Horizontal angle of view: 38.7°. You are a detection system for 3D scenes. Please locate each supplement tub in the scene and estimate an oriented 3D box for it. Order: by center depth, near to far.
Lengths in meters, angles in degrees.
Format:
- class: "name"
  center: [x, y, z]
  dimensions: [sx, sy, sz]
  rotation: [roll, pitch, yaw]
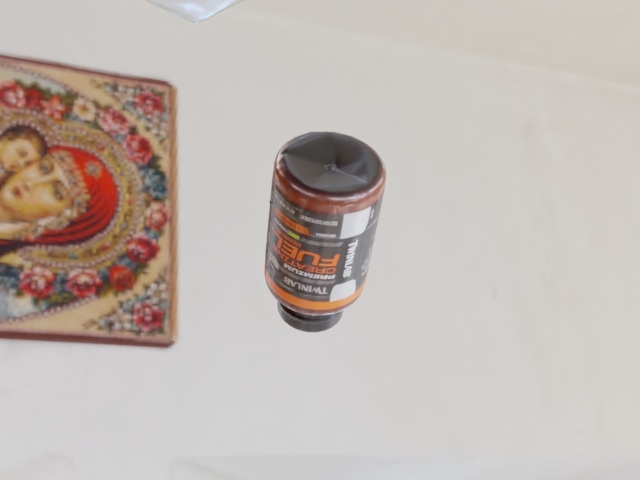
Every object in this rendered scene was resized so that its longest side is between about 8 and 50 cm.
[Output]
- class: "supplement tub"
  center: [0.000, 0.000, 0.881]
  dimensions: [0.106, 0.106, 0.198]
  rotation: [-109, -161, -44]

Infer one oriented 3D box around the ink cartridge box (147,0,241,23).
- class: "ink cartridge box"
  center: [-0.077, -0.296, 0.657]
  dimensions: [0.160, 0.092, 0.220]
  rotation: [-22, -99, 22]
